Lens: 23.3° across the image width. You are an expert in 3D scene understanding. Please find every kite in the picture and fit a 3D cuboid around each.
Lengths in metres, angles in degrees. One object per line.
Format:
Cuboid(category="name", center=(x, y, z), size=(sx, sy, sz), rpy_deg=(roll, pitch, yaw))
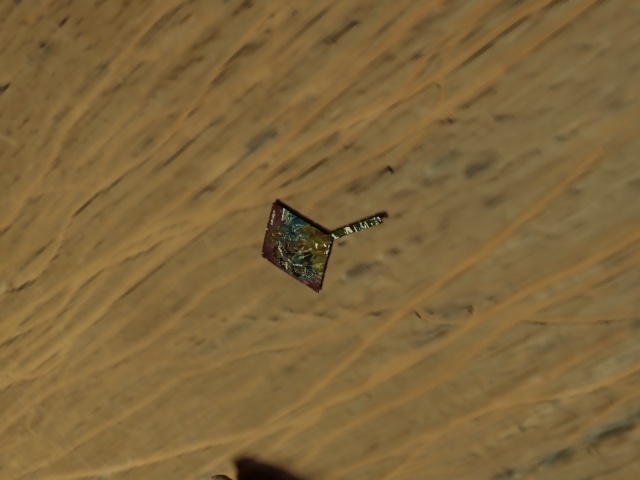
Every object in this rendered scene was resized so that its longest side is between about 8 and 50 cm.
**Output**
Cuboid(category="kite", center=(-0.004, -0.005, 0.707), size=(0.044, 0.002, 0.078), rpy_deg=(47, 138, 6))

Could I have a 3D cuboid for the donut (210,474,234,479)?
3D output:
Cuboid(category="donut", center=(-0.013, 0.209, 0.809), size=(0.117, 0.065, 0.166), rpy_deg=(11, 125, 36))
